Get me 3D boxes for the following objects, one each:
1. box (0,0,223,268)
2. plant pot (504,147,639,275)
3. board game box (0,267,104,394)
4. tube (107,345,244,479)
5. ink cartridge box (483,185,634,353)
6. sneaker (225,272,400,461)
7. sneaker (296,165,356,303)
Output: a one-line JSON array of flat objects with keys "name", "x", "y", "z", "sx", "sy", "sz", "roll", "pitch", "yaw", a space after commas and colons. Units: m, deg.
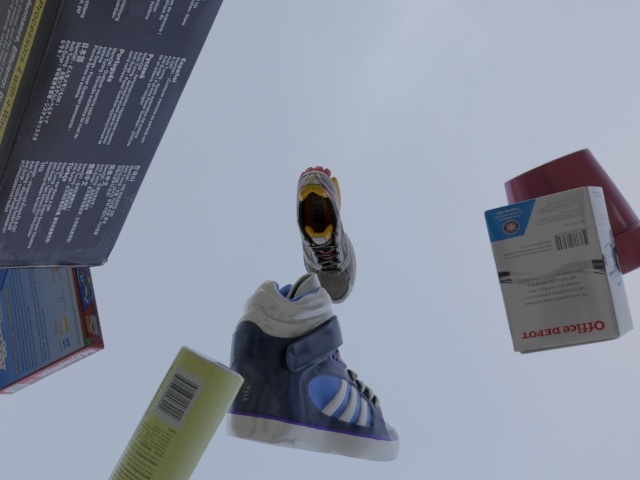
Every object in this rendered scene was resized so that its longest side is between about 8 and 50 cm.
[{"name": "box", "x": -0.153, "y": -0.231, "z": 0.500, "sx": 0.318, "sy": 0.097, "sz": 0.394, "roll": 53, "pitch": -53, "yaw": 35}, {"name": "plant pot", "x": 0.356, "y": -0.025, "z": 1.296, "sx": 0.201, "sy": 0.201, "sz": 0.180, "roll": -23, "pitch": -95, "yaw": 10}, {"name": "board game box", "x": -0.307, "y": 0.005, "z": 0.955, "sx": 0.145, "sy": 0.027, "sz": 0.281, "roll": -26, "pitch": -112, "yaw": 27}, {"name": "tube", "x": -0.146, "y": 0.204, "z": 0.751, "sx": 0.062, "sy": 0.070, "sz": 0.240, "roll": 28, "pitch": -98, "yaw": 4}, {"name": "ink cartridge box", "x": 0.304, "y": 0.038, "z": 1.165, "sx": 0.140, "sy": 0.082, "sz": 0.190, "roll": -14, "pitch": -94, "yaw": 32}, {"name": "sneaker", "x": 0.011, "y": 0.167, "z": 1.235, "sx": 0.130, "sy": 0.323, "sz": 0.236, "roll": -3, "pitch": -107, "yaw": 42}, {"name": "sneaker", "x": 0.000, "y": 0.000, "z": 1.458, "sx": 0.088, "sy": 0.225, "sz": 0.092, "roll": -11, "pitch": -162, "yaw": 11}]
